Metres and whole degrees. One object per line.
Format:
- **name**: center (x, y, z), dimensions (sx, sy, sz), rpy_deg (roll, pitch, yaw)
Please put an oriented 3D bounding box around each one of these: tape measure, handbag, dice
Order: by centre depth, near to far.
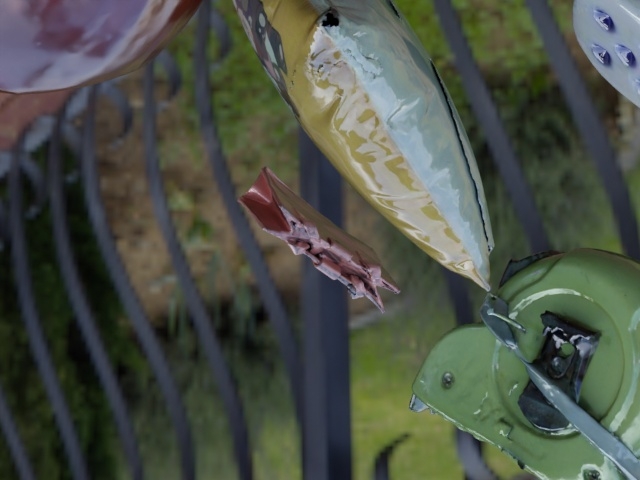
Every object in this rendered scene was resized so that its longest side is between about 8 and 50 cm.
- **tape measure**: center (0.155, 0.080, 1.097), dimensions (0.177, 0.154, 0.087), rpy_deg (33, -170, 36)
- **dice**: center (0.415, -0.265, 2.071), dimensions (0.193, 0.194, 0.192), rpy_deg (-42, 154, -14)
- **handbag**: center (0.000, 0.000, 2.380), dimensions (0.212, 0.157, 0.059), rpy_deg (36, 97, -25)

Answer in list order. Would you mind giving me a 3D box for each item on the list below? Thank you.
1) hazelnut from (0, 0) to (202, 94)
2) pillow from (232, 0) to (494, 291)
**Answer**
- **hazelnut**: center (-0.237, -0.283, 1.285), dimensions (0.359, 0.359, 0.409), rpy_deg (18, -177, -30)
- **pillow**: center (0.021, -0.144, 1.469), dimensions (0.119, 0.310, 0.312), rpy_deg (-35, 133, 2)
